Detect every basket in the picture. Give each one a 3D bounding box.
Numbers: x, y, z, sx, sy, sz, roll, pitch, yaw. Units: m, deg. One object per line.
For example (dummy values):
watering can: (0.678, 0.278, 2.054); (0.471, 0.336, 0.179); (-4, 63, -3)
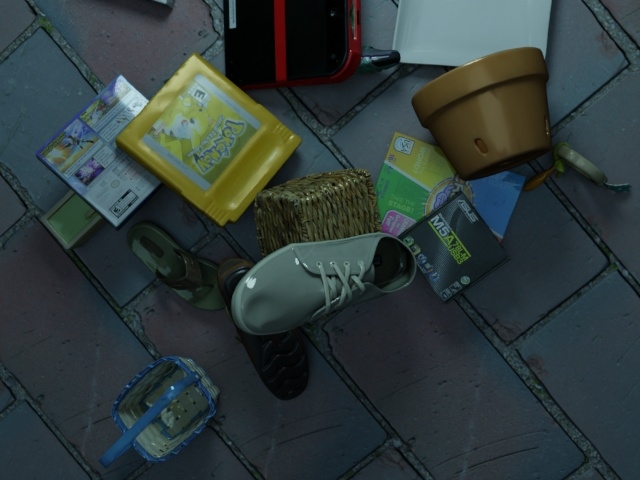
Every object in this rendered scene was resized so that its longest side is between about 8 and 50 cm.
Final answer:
basket: (0.000, 0.000, 1.806); (0.223, 0.213, 0.299); (-24, 108, -33)
basket: (-0.371, 0.396, 1.816); (0.255, 0.289, 0.201); (-43, 89, 7)

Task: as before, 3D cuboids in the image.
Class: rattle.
rattle: (0.583, -0.120, 1.768); (0.199, 0.130, 0.143); (33, 85, -24)

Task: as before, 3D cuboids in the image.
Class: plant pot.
plant pot: (0.361, -0.253, 1.672); (0.290, 0.291, 0.204); (-18, 84, 7)

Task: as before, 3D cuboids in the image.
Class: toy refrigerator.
toy refrigerator: (-0.533, -0.105, 1.888); (0.269, 0.094, 0.102); (-41, 90, 7)

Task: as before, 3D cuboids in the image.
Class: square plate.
square plate: (0.350, -0.560, 1.781); (0.343, 0.049, 0.347); (7, 96, 5)

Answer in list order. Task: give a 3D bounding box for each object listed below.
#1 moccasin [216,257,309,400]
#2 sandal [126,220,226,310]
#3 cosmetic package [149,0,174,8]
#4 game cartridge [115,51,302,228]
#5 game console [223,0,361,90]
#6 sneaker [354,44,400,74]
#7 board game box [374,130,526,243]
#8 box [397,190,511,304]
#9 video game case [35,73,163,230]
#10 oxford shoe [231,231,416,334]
moccasin: (-0.141, 0.211, 1.856); (0.139, 0.147, 0.380); (-34, 110, -8)
sandal: (-0.344, 0.071, 1.886); (0.302, 0.086, 0.120); (34, 98, -1)
cosmetic package: (-0.453, -0.631, 1.851); (0.239, 0.060, 0.099); (18, 95, 4)
game cartridge: (-0.249, -0.225, 1.789); (0.323, 0.052, 0.285); (38, 75, -2)
game console: (-0.071, -0.544, 1.782); (0.341, 0.060, 0.387); (1, 94, 29)
sneaker: (0.070, -0.430, 1.793); (0.223, 0.083, 0.098); (-6, 86, 19)
board game box: (0.280, -0.088, 1.821); (0.316, 0.064, 0.242); (19, 97, 4)
box: (0.299, 0.016, 1.773); (0.184, 0.045, 0.191); (-35, 91, 10)
video game case: (-0.461, -0.201, 1.798); (0.244, 0.061, 0.269); (43, 75, -3)
oxford shoe: (0.022, 0.079, 1.619); (0.449, 0.130, 0.169); (-16, 105, -33)
